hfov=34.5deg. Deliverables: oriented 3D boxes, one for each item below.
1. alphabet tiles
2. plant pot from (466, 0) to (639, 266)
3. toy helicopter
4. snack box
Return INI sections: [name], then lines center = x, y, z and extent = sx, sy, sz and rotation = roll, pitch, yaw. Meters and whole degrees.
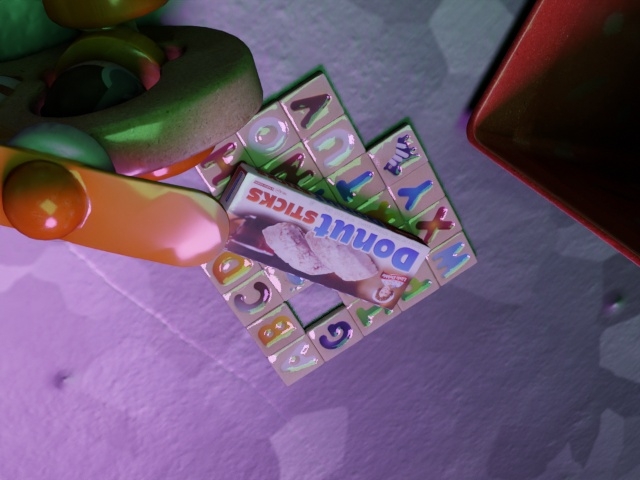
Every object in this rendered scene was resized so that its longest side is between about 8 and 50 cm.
[alphabet tiles]
center = 0.003, -0.011, 0.821
extent = 0.198, 0.009, 0.237
rotation = -33, 126, -2
[plant pot]
center = 0.322, -0.107, 0.761
extent = 0.236, 0.267, 0.267
rotation = 13, 113, -42
[toy helicopter]
center = -0.198, -0.040, 0.574
extent = 0.355, 0.235, 0.140
rotation = -21, 124, -14
[snack box]
center = 0.000, 0.000, 0.807
extent = 0.178, 0.022, 0.064
rotation = 21, 107, -31
